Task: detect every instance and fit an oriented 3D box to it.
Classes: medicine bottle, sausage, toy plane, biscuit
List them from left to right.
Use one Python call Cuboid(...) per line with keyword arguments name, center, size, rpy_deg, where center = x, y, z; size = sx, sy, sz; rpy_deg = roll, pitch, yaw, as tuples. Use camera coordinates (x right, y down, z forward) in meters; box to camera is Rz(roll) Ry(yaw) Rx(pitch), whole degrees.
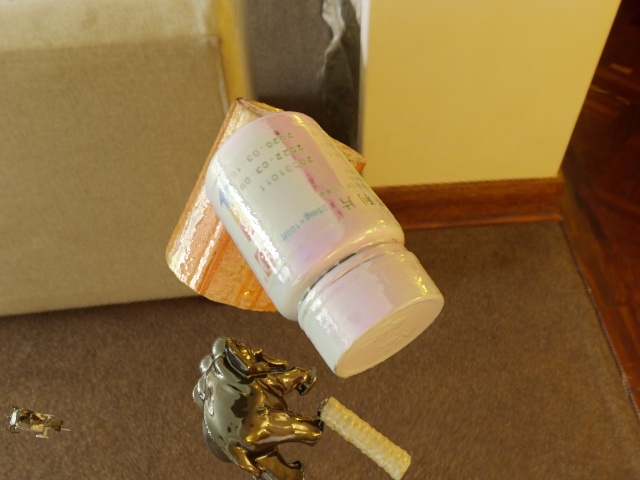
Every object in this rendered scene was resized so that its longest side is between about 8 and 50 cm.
Cuboid(name="toy plane", center=(-0.598, 0.385, 1.343), size=(0.078, 0.197, 0.053), rpy_deg=(5, 66, 3))
Cuboid(name="sausage", center=(-0.092, -0.055, 1.030), size=(0.233, 0.287, 0.233), rpy_deg=(27, 15, -8))
Cuboid(name="medicine bottle", center=(0.000, 0.000, 0.652), size=(0.152, 0.152, 0.254), rpy_deg=(-27, 63, -20))
Cuboid(name="biscuit", center=(0.086, 0.406, 1.320), size=(0.219, 0.055, 0.061), rpy_deg=(34, 78, 10))

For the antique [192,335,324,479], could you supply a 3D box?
Cuboid(name="antique", center=(-0.139, 0.352, 1.365), size=(0.255, 0.185, 0.322), rpy_deg=(25, 30, -21))
